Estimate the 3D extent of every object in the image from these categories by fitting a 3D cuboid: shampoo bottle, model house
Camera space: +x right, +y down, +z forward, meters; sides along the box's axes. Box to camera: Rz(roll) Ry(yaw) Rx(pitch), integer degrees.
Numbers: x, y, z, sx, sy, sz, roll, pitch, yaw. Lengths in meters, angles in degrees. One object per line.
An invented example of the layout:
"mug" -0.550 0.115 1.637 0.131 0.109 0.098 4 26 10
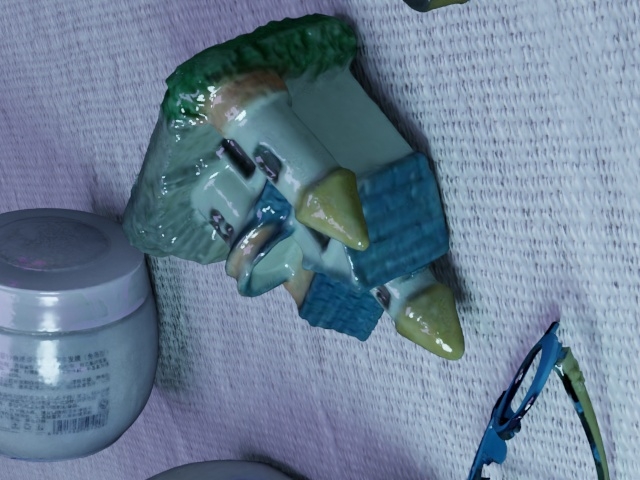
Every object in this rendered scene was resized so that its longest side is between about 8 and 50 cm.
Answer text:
"shampoo bottle" -0.336 0.113 1.735 0.273 0.273 0.266 31 123 43
"model house" 0.000 0.000 1.280 0.325 0.194 0.267 50 142 20

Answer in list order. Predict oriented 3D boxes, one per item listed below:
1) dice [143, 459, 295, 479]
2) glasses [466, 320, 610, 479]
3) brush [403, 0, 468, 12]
"dice" -0.128 0.420 1.627 0.243 0.251 0.259 24 129 49
"glasses" 0.202 0.203 1.181 0.207 0.102 0.239 47 141 29
"brush" 0.055 -0.283 1.148 0.197 0.059 0.123 44 142 31
